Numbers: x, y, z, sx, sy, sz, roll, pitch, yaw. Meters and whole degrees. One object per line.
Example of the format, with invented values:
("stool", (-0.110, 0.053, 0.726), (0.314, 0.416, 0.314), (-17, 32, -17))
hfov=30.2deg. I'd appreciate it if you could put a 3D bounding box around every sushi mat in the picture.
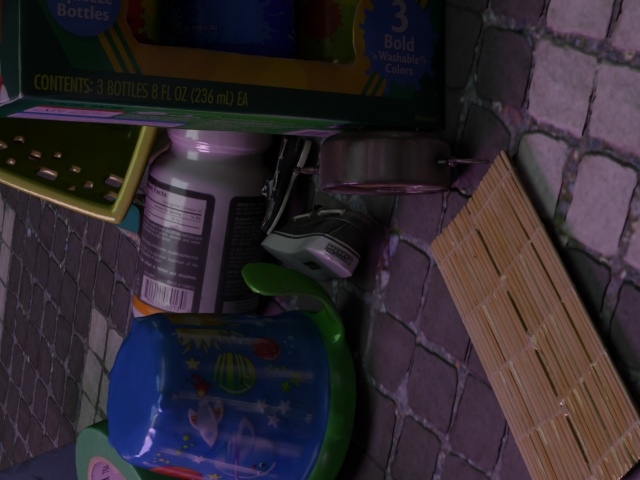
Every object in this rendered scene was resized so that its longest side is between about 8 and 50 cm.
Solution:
("sushi mat", (0.190, 0.087, 1.066), (0.151, 0.019, 0.317), (-54, 46, 42))

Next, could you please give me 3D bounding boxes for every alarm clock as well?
("alarm clock", (0.080, -0.077, 1.161), (0.192, 0.129, 0.064), (3, 89, 38))

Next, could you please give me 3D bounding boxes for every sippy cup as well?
("sippy cup", (-0.112, 0.178, 1.342), (0.240, 0.224, 0.306), (-5, 75, 60))

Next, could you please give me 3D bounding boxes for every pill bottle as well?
("pill bottle", (-0.142, -0.025, 1.491), (0.162, 0.162, 0.278), (30, 114, 56))

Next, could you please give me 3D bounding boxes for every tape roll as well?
("tape roll", (-0.230, 0.390, 1.618), (0.321, 0.077, 0.321), (37, 138, 43))

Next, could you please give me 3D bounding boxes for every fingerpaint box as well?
("fingerpaint box", (-0.096, -0.295, 1.143), (0.163, 0.444, 0.371), (-1, 88, 58))

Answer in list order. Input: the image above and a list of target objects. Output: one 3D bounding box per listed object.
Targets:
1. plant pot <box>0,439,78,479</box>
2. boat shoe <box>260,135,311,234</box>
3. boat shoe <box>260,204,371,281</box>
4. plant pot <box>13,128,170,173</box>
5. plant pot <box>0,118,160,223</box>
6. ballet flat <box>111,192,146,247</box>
("plant pot", (-0.401, 0.463, 1.855), (0.248, 0.247, 0.252), (-35, 77, 54))
("boat shoe", (-0.050, -0.069, 1.424), (0.046, 0.038, 0.125), (-97, 30, -77))
("boat shoe", (0.000, 0.000, 1.348), (0.070, 0.077, 0.219), (-59, 19, -12))
("plant pot", (-0.334, -0.291, 1.725), (0.280, 0.323, 0.323), (-113, 35, -61))
("plant pot", (-0.298, -0.183, 1.491), (0.207, 0.227, 0.228), (-76, 7, -70))
("ballet flat", (-0.229, -0.016, 1.718), (0.241, 0.077, 0.091), (39, 124, 50))
